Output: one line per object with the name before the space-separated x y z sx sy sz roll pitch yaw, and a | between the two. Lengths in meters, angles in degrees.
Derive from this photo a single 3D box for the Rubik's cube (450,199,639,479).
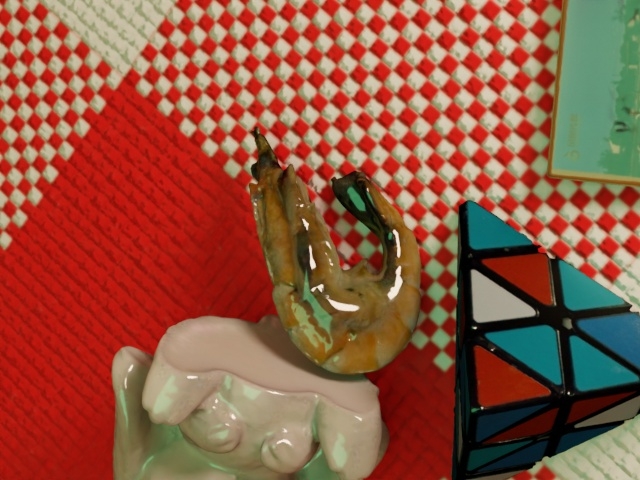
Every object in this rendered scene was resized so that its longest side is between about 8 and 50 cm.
Rubik's cube | 0.234 0.113 1.257 0.234 0.250 0.284 2 93 3

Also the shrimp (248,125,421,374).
shrimp | 0.017 -0.002 1.365 0.145 0.059 0.254 -12 75 -8

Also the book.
book | 0.383 -0.163 1.224 0.374 0.028 0.262 8 100 21

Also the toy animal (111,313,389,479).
toy animal | -0.081 0.218 1.390 0.271 0.206 0.265 14 113 -8
